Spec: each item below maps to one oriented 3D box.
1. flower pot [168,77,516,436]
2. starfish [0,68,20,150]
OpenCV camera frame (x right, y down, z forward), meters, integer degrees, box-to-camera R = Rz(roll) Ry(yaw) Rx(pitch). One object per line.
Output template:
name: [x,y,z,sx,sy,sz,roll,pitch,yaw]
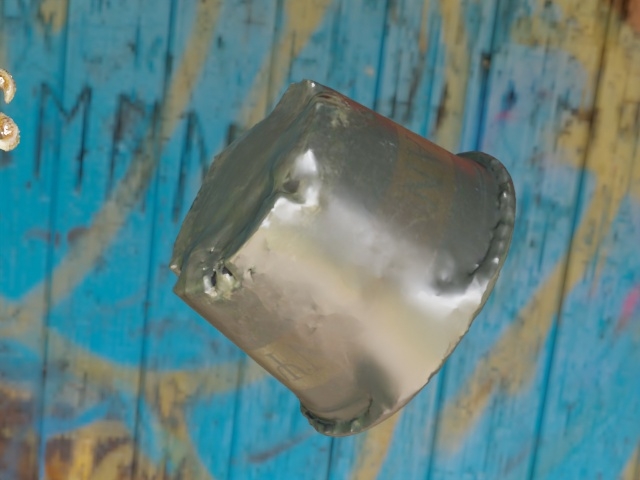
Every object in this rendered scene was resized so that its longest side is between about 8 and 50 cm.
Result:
flower pot: [0.000,0.000,0.587,0.107,0.157,0.157,32,6,-19]
starfish: [-0.449,-0.152,1.409,0.238,0.216,0.071,-8,10,12]
